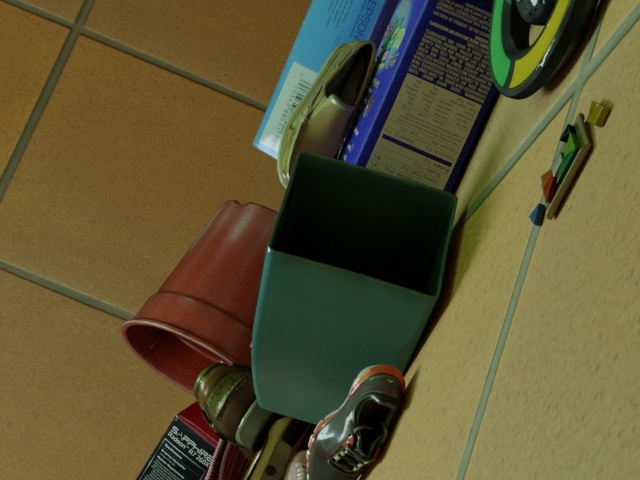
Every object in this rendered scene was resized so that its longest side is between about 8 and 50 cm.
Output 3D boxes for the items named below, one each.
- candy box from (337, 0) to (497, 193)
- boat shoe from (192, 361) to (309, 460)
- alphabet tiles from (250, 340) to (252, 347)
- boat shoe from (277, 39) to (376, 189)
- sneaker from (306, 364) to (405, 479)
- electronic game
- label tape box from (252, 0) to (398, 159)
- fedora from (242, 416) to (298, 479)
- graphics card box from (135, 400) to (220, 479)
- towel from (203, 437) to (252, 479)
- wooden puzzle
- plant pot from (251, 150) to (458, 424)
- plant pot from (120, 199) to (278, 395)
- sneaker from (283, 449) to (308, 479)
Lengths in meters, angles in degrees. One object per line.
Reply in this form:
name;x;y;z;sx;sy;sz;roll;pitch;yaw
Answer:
candy box;0.101;-0.133;1.861;0.268;0.122;0.317;-103;37;-79
boat shoe;-0.079;0.201;2.001;0.110;0.104;0.307;-55;-13;-12
alphabet tiles;0.000;0.000;2.410;0.342;0.011;0.285;-52;-11;-44
boat shoe;0.009;-0.140;1.823;0.072;0.068;0.190;-19;48;67
sneaker;0.029;0.190;1.561;0.065;0.061;0.158;-90;22;-61
electronic game;0.202;-0.238;1.490;0.229;0.048;0.229;-167;90;-77
label tape box;0.084;-0.189;2.129;0.334;0.106;0.240;9;-72;-57
fedora;-0.052;0.286;1.809;0.194;0.079;0.194;-62;2;4
graphics card box;-0.204;0.370;2.403;0.371;0.094;0.233;-59;-12;25
towel;-0.114;0.321;2.192;0.275;0.031;0.199;93;-167;-51
wooden puzzle;0.185;-0.059;1.267;0.078;0.014;0.116;-82;15;-71
plant pot;0.018;0.067;1.661;0.165;0.165;0.234;-74;0;-50
plant pot;-0.132;0.098;2.633;0.265;0.272;0.272;-60;2;-22
sneaker;-0.008;0.256;1.698;0.134;0.051;0.070;-78;13;-49
